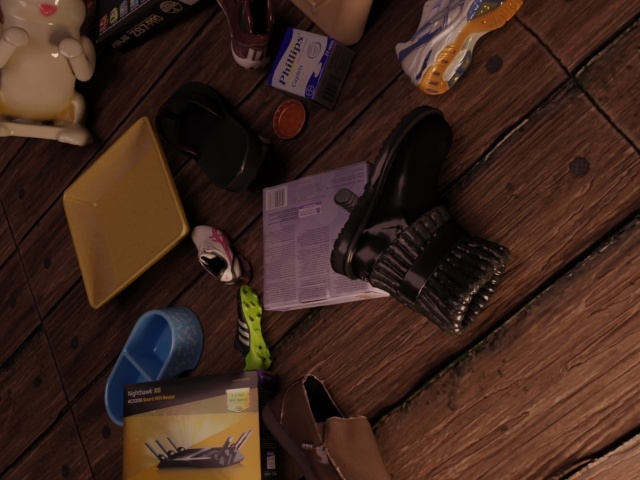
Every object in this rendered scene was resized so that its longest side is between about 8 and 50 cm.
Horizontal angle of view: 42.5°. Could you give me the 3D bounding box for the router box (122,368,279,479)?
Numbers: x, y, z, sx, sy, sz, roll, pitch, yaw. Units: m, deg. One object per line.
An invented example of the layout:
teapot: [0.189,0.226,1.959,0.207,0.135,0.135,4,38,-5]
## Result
router box: [-0.232,0.384,1.574,0.309,0.081,0.242,-11,72,22]

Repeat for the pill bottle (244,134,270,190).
pill bottle: [-0.153,-0.164,1.697,0.065,0.065,0.116,27,98,38]

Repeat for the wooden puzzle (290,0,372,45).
wooden puzzle: [-0.003,-0.597,1.575,0.348,0.080,0.322,44,142,22]

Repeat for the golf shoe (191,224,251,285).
golf shoe: [-0.220,0.022,1.696,0.186,0.086,0.067,42,107,37]

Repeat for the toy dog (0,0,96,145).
toy dog: [-0.676,-0.473,2.025,0.395,0.285,0.407,-113,33,-68]

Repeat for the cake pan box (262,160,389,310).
cake pan box: [0.000,0.000,1.544,0.267,0.070,0.245,-13,71,35]

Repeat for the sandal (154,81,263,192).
sandal: [-0.261,-0.240,1.723,0.446,0.107,0.167,36,105,52]

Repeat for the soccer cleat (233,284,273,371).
soccer cleat: [-0.145,0.177,1.623,0.072,0.060,0.178,-26,68,32]

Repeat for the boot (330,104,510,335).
boot: [0.202,-0.038,1.353,0.260,0.131,0.347,23,82,29]

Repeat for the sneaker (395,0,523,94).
sneaker: [0.240,-0.401,1.418,0.296,0.112,0.131,-48,56,19]

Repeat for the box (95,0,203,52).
box: [-0.391,-0.665,1.945,0.395,0.097,0.318,-16,70,43]

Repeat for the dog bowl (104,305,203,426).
dog bowl: [-0.364,0.274,1.759,0.166,0.074,0.297,36,102,37]

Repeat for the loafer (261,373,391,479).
loafer: [0.036,0.357,1.395,0.366,0.134,0.130,40,105,36]

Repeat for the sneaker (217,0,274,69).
sneaker: [-0.148,-0.511,1.704,0.162,0.107,0.281,128,127,-65]

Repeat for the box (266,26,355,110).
box: [-0.021,-0.341,1.630,0.137,0.072,0.126,25,95,39]

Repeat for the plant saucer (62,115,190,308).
plant saucer: [-0.431,-0.058,1.879,0.333,0.081,0.332,-37,60,26]

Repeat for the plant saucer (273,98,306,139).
plant saucer: [-0.061,-0.246,1.677,0.084,0.013,0.083,-8,76,36]
